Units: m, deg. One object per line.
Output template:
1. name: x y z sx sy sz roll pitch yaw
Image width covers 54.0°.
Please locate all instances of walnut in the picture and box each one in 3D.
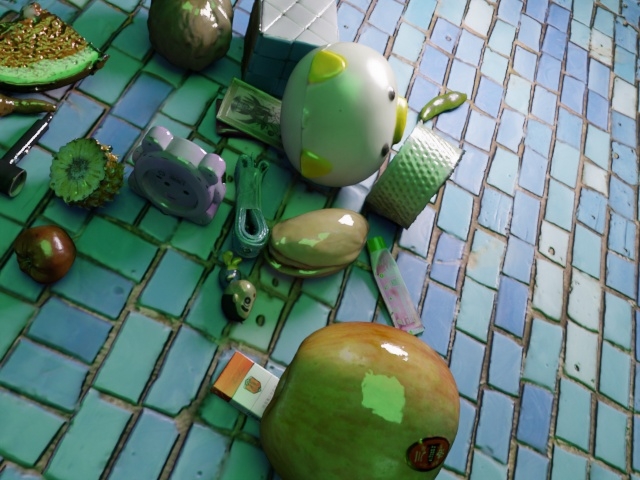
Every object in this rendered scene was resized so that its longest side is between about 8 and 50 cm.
1. walnut: -0.351 -0.598 1.709 0.249 0.248 0.248 10 60 -17

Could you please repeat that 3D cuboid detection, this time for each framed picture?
1. framed picture: -0.162 -0.347 1.742 0.231 0.010 0.173 24 54 -16

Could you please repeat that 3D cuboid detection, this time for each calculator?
1. calculator: -0.196 -0.334 1.743 0.191 0.034 0.126 6 60 -20

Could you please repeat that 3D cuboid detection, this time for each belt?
1. belt: -0.175 -0.095 1.580 0.087 0.072 0.302 5 54 -12

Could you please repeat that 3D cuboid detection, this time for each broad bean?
1. broad bean: 0.390 -0.437 2.028 0.255 0.046 0.065 -32 85 -31

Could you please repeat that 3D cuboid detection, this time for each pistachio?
1. pistachio: 0.000 0.000 1.565 0.293 0.162 0.181 -18 55 -26

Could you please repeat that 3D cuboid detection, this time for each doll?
1. doll: -0.194 0.110 1.475 0.089 0.102 0.179 -16 67 18

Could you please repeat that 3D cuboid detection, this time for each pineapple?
1. pineapple: -0.518 -0.143 1.458 0.176 0.137 0.161 -12 75 16

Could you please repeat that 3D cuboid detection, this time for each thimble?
1. thimble: 0.254 -0.177 1.699 0.150 0.271 0.270 35 56 1

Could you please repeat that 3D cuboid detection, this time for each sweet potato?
1. sweet potato: -0.771 -0.323 1.484 0.270 0.075 0.074 4 61 -34

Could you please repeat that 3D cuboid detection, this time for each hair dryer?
1. hair dryer: -0.713 -0.221 1.463 0.128 0.070 0.255 24 49 -7

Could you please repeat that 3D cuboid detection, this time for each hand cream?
1. hand cream: 0.191 0.120 1.650 0.079 0.050 0.275 -20 76 -3

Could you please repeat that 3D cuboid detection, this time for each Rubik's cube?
1. Rubik's cube: -0.092 -0.561 1.791 0.231 0.224 0.221 8 59 -16

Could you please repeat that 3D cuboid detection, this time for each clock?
1. clock: -0.329 -0.148 1.458 0.228 0.248 0.090 27 59 -7

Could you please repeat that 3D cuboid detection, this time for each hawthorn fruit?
1. hawthorn fruit: -0.587 0.024 1.343 0.125 0.125 0.140 16 25 -13

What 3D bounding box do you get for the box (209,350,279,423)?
1. box: -0.153 0.330 1.392 0.152 0.048 0.100 33 54 0

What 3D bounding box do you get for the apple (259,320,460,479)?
1. apple: 0.070 0.351 1.272 0.347 0.391 0.391 28 56 -8

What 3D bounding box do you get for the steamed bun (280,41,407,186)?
1. steamed bun: 0.052 -0.326 1.644 0.334 0.334 0.373 -4 108 -24

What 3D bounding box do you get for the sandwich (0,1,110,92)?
1. sandwich: -0.700 -0.454 1.529 0.292 0.109 0.212 -38 102 -26
